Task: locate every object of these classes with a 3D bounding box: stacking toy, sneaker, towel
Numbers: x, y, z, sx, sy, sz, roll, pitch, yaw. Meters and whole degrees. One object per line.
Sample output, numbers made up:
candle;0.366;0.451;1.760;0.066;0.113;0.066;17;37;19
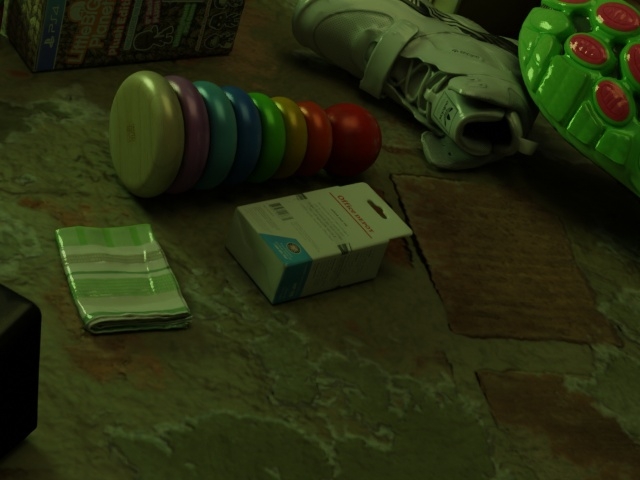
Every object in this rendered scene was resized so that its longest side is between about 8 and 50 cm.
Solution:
stacking toy;-0.071;-0.124;1.537;0.330;0.141;0.141;-4;42;-34
sneaker;0.422;-0.121;1.690;0.185;0.202;0.482;-37;74;0
towel;-0.204;0.034;1.356;0.113;0.023;0.152;-1;41;-27
sneaker;0.131;-0.217;1.729;0.366;0.137;0.210;19;34;-6

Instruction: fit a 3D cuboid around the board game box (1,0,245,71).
board game box;-0.275;-0.351;1.713;0.291;0.141;0.232;-10;46;-34

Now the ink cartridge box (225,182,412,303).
ink cartridge box;0.000;0.000;1.460;0.180;0.060;0.104;-13;46;-35

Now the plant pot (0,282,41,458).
plant pot;-0.353;0.119;1.066;0.187;0.188;0.167;28;50;11

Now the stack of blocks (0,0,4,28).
stack of blocks;-0.548;-0.301;1.572;0.297;0.087;0.171;21;37;2

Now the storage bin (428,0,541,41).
storage bin;0.288;-0.362;1.881;0.260;0.262;0.123;-16;49;-38
